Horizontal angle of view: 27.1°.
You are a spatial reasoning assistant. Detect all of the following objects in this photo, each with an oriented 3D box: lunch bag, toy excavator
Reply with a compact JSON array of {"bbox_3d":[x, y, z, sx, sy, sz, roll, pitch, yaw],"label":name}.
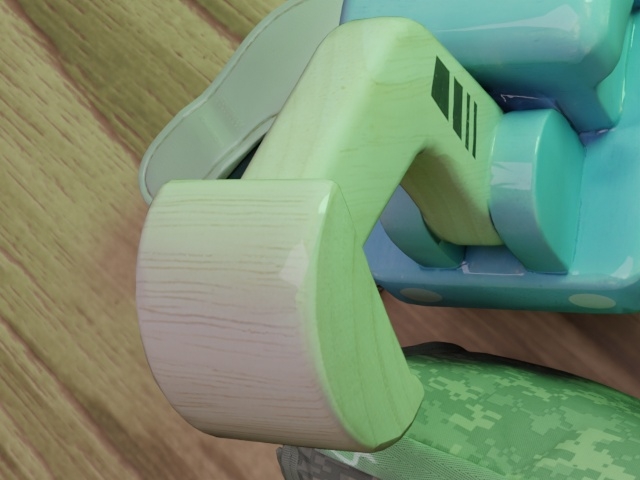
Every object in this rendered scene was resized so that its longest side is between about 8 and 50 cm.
[{"bbox_3d":[0.128,0.160,0.770,0.235,0.287,0.169,20,88,29],"label":"lunch bag"},{"bbox_3d":[0.080,-0.065,0.726,0.222,0.445,0.432,1,69,29],"label":"toy excavator"}]

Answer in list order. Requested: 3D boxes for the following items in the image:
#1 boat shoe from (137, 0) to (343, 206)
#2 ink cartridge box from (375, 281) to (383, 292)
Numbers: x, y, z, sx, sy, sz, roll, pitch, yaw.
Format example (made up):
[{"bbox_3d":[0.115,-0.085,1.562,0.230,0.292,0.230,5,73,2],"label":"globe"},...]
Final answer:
[{"bbox_3d":[-0.029,-0.102,1.030,0.254,0.079,0.095,-44,65,15],"label":"boat shoe"},{"bbox_3d":[0.000,0.000,1.000,0.150,0.063,0.109,-42,63,14],"label":"ink cartridge box"}]
